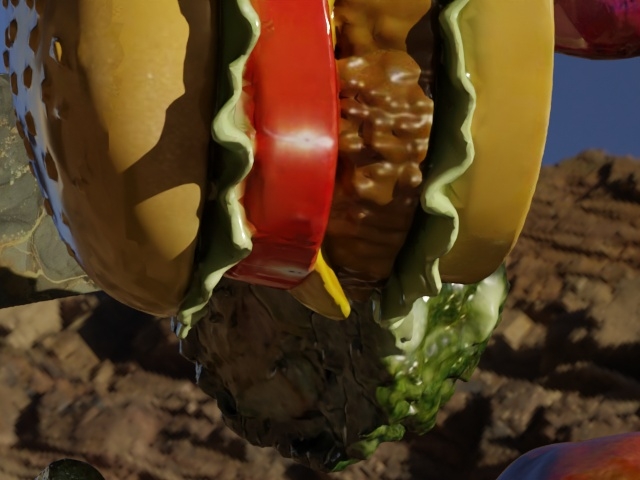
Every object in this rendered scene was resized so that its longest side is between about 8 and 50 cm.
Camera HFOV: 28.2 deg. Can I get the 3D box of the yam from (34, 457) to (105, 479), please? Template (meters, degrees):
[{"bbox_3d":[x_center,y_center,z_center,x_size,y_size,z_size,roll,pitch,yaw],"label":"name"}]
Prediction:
[{"bbox_3d":[-0.242,0.248,1.142,0.068,0.068,0.169,47,-35,4],"label":"yam"}]

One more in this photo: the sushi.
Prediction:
[{"bbox_3d":[0.000,0.000,0.997,0.294,0.178,0.352,19,-49,43],"label":"sushi"}]

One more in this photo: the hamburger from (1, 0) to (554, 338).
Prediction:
[{"bbox_3d":[-0.036,-0.091,0.582,0.274,0.212,0.274,178,-90,-77],"label":"hamburger"}]

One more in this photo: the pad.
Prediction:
[{"bbox_3d":[-0.172,-0.079,1.298,0.368,0.007,0.247,-9,-99,6],"label":"pad"}]

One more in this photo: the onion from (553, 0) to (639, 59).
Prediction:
[{"bbox_3d":[0.179,-0.193,0.792,0.177,0.177,0.153,42,-33,10],"label":"onion"}]

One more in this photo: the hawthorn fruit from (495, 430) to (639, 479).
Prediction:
[{"bbox_3d":[0.281,0.336,1.208,0.308,0.325,0.308,2,-80,9],"label":"hawthorn fruit"}]
